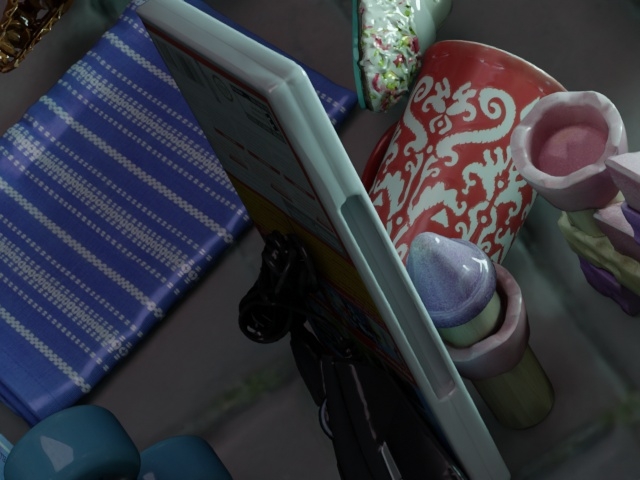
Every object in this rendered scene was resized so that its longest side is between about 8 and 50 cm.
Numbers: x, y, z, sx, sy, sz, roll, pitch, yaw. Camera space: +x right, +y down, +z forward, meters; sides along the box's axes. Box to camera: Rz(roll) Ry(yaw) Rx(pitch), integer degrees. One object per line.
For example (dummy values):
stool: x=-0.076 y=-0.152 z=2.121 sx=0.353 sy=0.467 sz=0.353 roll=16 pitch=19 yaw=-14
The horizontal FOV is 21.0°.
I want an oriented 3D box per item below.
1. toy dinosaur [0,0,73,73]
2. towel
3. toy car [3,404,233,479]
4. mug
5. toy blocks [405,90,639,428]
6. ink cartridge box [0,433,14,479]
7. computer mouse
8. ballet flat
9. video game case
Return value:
toy dinosaur: x=-0.166 y=-0.256 z=1.370 sx=0.218 sy=0.164 sz=0.322 roll=-28 pitch=51 yaw=53
towel: x=-0.162 y=-0.039 z=1.282 sx=0.336 sy=0.040 sz=0.243 roll=-47 pitch=52 yaw=-10
toy car: x=-0.123 y=0.258 z=0.972 sx=0.238 sy=0.210 sz=0.219 roll=-44 pitch=61 yaw=9
mug: x=0.082 y=-0.024 z=1.131 sx=0.113 sy=0.150 sz=0.169 roll=27 pitch=73 yaw=-2
toy blocks: x=0.225 y=-0.009 z=0.931 sx=0.309 sy=0.260 sz=0.288 roll=-48 pitch=51 yaw=-10
ink cartridge box: x=-0.365 y=0.293 z=1.080 sx=0.270 sy=0.151 sz=0.395 roll=-8 pitch=54 yaw=21
computer mouse: x=0.022 y=0.123 z=1.022 sx=0.060 sy=0.184 sz=0.262 roll=-34 pitch=87 yaw=-12
ballet flat: x=0.054 y=-0.187 z=1.236 sx=0.077 sy=0.091 sz=0.241 roll=-9 pitch=46 yaw=5
video game case: x=0.000 y=0.000 z=0.985 sx=0.025 sy=0.285 sz=0.204 roll=-34 pitch=29 yaw=-11
